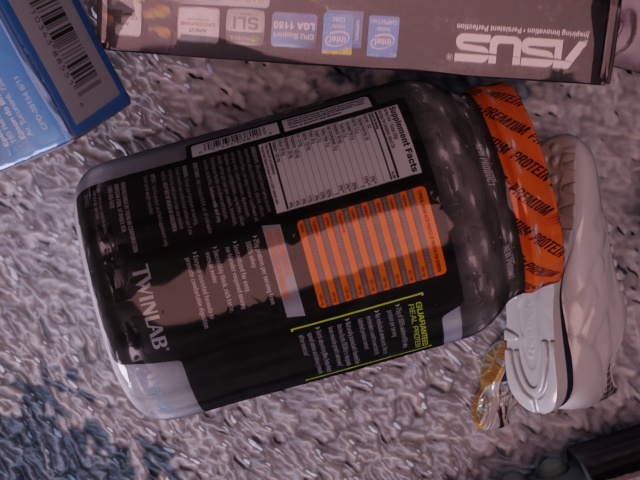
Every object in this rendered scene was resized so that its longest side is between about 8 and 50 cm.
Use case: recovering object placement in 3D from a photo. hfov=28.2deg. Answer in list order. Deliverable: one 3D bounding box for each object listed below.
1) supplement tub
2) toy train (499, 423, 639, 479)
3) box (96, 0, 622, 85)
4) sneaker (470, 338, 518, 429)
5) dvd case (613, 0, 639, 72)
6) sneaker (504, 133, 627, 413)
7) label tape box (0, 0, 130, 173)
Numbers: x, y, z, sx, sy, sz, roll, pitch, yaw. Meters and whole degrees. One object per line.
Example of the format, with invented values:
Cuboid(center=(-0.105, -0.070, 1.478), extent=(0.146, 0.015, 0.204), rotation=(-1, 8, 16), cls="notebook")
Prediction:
Cuboid(center=(0.000, 0.000, 0.978), extent=(0.338, 0.207, 0.207), rotation=(-15, 105, -1), cls="supplement tub")
Cuboid(center=(0.202, 0.286, 1.110), extent=(0.334, 0.142, 0.190), rotation=(-19, 93, 2), cls="toy train")
Cuboid(center=(0.036, -0.291, 0.958), extent=(0.395, 0.097, 0.318), rotation=(5, 106, -2), cls="box")
Cuboid(center=(0.159, 0.126, 1.117), extent=(0.037, 0.032, 0.083), rotation=(9, 106, -24), cls="sneaker")
Cuboid(center=(0.215, -0.233, 1.036), extent=(0.221, 0.018, 0.164), rotation=(13, 102, -8), cls="dvd case")
Cuboid(center=(0.211, 0.027, 1.075), extent=(0.095, 0.090, 0.235), rotation=(-4, 102, -27), cls="sneaker")
Cuboid(center=(-0.346, -0.139, 0.951), extent=(0.334, 0.106, 0.240), rotation=(-19, 106, 25), cls="label tape box")
